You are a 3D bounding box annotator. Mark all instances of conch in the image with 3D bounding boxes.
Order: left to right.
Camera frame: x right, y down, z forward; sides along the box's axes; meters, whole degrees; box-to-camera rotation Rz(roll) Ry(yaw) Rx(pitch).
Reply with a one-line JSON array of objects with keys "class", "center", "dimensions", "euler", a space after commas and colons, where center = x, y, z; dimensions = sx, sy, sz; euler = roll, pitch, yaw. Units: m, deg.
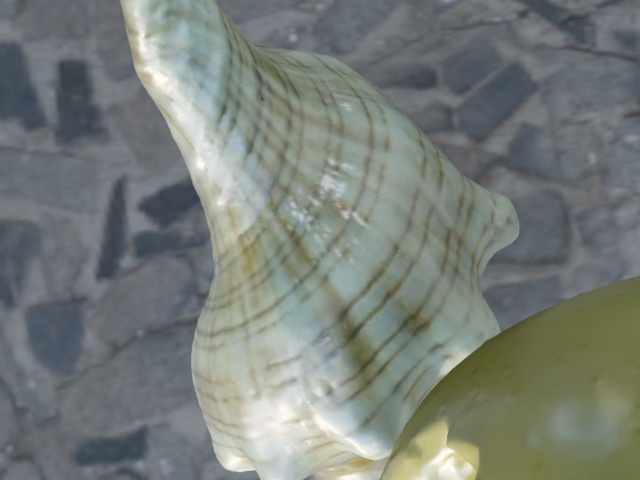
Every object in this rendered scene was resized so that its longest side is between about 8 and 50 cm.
[{"class": "conch", "center": [0.014, 0.000, 0.893], "dimensions": [0.169, 0.203, 0.386], "euler": [-2, 124, 9]}]

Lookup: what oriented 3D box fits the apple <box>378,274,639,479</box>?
[{"class": "apple", "center": [0.139, 0.147, 0.685], "dimensions": [0.279, 0.279, 0.279], "euler": [5, 100, 32]}]
